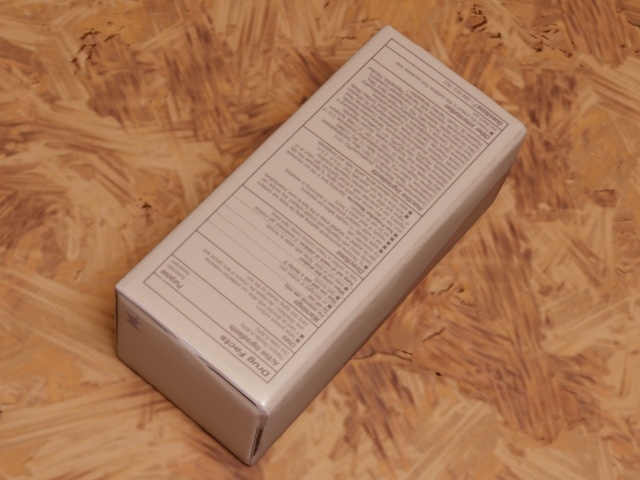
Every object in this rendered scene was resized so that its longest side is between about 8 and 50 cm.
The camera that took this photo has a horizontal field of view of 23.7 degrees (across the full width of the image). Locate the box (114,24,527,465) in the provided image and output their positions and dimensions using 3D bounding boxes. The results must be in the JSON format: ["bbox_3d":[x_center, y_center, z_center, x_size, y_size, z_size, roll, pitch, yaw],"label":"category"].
[{"bbox_3d":[0.000,0.000,1.143,0.148,0.121,0.311,40,65,13],"label":"box"}]
